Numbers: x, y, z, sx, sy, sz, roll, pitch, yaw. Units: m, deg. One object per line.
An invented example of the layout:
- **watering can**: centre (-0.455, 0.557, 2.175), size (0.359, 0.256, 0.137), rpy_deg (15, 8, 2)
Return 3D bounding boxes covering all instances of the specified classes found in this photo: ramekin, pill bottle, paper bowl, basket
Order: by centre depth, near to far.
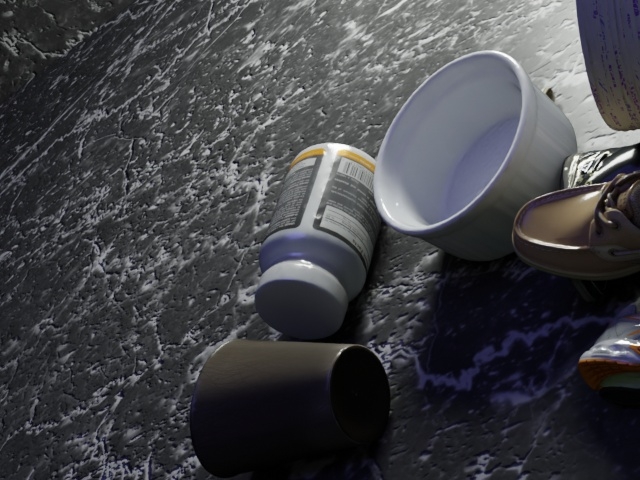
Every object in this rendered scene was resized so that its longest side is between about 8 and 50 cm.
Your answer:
- **paper bowl**: centre (0.406, -0.278, 1.535), size (0.148, 0.284, 0.284), rpy_deg (-6, 44, 25)
- **basket**: centre (-0.034, 0.210, 1.695), size (0.227, 0.154, 0.204), rpy_deg (-12, 44, 38)
- **ramekin**: centre (0.215, -0.106, 1.749), size (0.277, 0.135, 0.277), rpy_deg (-33, 41, 35)
- **pill bottle**: centre (0.000, 0.000, 1.902), size (0.162, 0.162, 0.278), rpy_deg (-20, 37, 36)

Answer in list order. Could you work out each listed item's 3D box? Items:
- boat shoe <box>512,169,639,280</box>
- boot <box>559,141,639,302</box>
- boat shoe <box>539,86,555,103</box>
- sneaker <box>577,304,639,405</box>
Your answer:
- **boat shoe**: centre (0.361, -0.034, 1.440), size (0.341, 0.110, 0.121), rpy_deg (-5, 59, 34)
- **boot**: centre (0.382, -0.044, 1.565), size (0.179, 0.085, 0.236), rpy_deg (-21, 38, 31)
- **boat shoe**: centre (0.323, -0.177, 1.849), size (0.043, 0.049, 0.137), rpy_deg (-30, 27, 20)
- **sneaker**: centre (0.396, 0.102, 1.348), size (0.262, 0.099, 0.121), rpy_deg (-4, 43, 48)
